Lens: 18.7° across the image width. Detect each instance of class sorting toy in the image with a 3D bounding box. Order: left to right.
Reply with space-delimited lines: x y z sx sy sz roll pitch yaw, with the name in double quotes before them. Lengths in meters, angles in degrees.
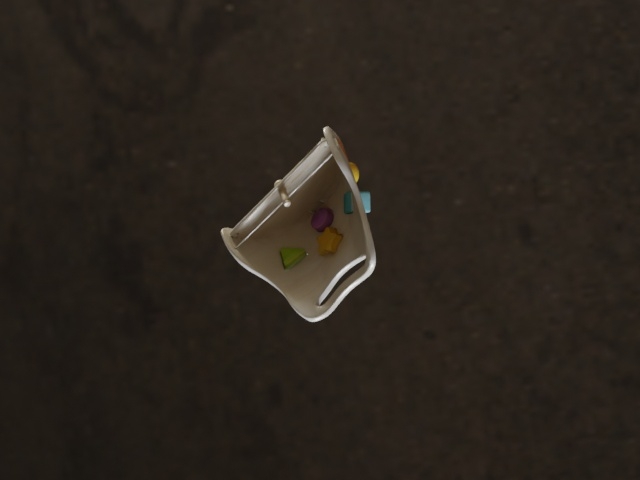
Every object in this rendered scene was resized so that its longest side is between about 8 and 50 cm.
"sorting toy" 0.000 0.000 0.990 0.083 0.045 0.075 -44 47 23
